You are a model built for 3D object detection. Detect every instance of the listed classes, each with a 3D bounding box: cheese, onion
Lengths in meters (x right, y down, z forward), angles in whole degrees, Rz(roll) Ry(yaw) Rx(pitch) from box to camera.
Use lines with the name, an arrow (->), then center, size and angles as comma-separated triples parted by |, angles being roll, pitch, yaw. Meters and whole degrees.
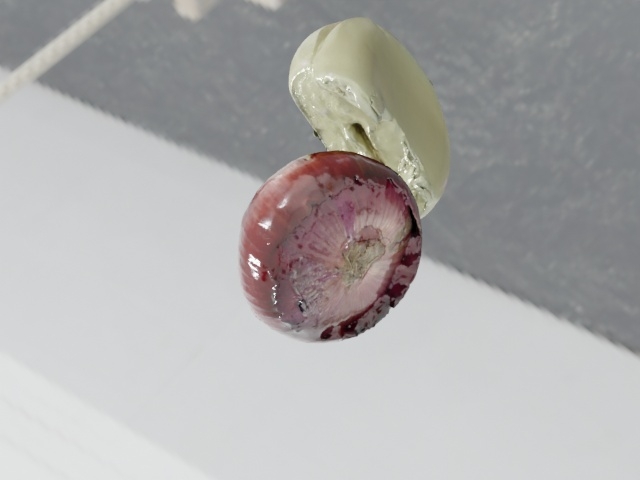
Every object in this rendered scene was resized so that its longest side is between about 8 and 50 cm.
cheese -> 0.065, -0.150, 2.001 | 0.127, 0.233, 0.266 | -25, 116, 23
onion -> 0.003, 0.007, 1.837 | 0.161, 0.248, 0.248 | 13, 136, 40
